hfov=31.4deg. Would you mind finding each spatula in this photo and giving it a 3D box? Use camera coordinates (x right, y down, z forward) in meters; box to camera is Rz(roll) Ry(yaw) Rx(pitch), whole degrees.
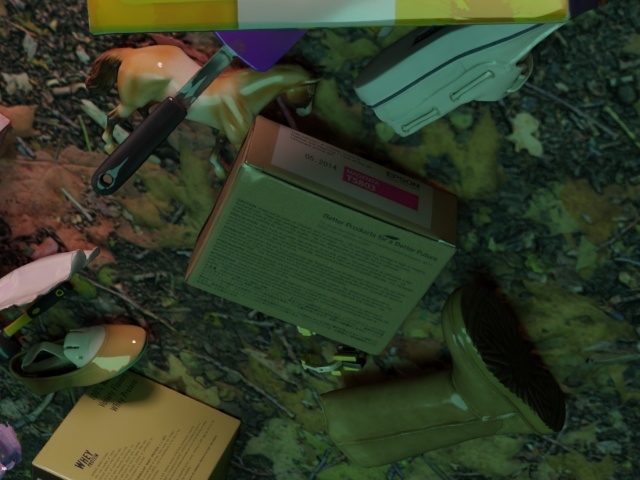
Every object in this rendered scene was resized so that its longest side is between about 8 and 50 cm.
[{"bbox_3d":[-0.125,-0.150,1.130,0.084,0.030,0.296,43,106,-10],"label":"spatula"}]

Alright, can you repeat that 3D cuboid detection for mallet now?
[{"bbox_3d":[-0.397,0.095,1.520,0.062,0.039,0.189,43,126,-7],"label":"mallet"}]

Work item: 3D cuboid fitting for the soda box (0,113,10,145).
[{"bbox_3d":[-0.461,-0.158,1.339,0.183,0.058,0.063,35,131,-2],"label":"soda box"}]

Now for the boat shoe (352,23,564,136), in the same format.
[{"bbox_3d":[0.148,-0.167,1.031,0.267,0.096,0.088,-26,115,38],"label":"boat shoe"}]

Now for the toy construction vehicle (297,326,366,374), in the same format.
[{"bbox_3d":[0.016,0.120,1.345,0.098,0.035,0.086,1,125,24],"label":"toy construction vehicle"}]

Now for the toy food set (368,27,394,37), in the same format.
[{"bbox_3d":[0.132,-0.256,0.951,0.104,0.111,0.232,35,117,-4],"label":"toy food set"}]

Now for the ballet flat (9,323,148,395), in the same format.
[{"bbox_3d":[-0.325,0.153,1.491,0.232,0.080,0.073,-23,133,35],"label":"ballet flat"}]

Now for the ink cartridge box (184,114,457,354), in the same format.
[{"bbox_3d":[0.000,0.000,1.196,0.234,0.088,0.193,22,132,-10],"label":"ink cartridge box"}]

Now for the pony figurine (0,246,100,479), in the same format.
[{"bbox_3d":[-0.461,0.120,1.399,0.351,0.302,0.364,4,101,46],"label":"pony figurine"}]

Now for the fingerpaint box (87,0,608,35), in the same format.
[{"bbox_3d":[0.011,-0.379,0.807,0.371,0.163,0.445,2,105,23],"label":"fingerpaint box"}]

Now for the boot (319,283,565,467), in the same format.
[{"bbox_3d":[0.109,0.168,1.294,0.269,0.089,0.236,-16,124,34],"label":"boot"}]

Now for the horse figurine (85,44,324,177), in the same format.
[{"bbox_3d":[-0.139,-0.142,1.200,0.263,0.066,0.174,21,135,7],"label":"horse figurine"}]

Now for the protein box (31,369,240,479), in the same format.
[{"bbox_3d":[-0.243,0.303,1.492,0.201,0.200,0.136,23,131,7],"label":"protein box"}]
